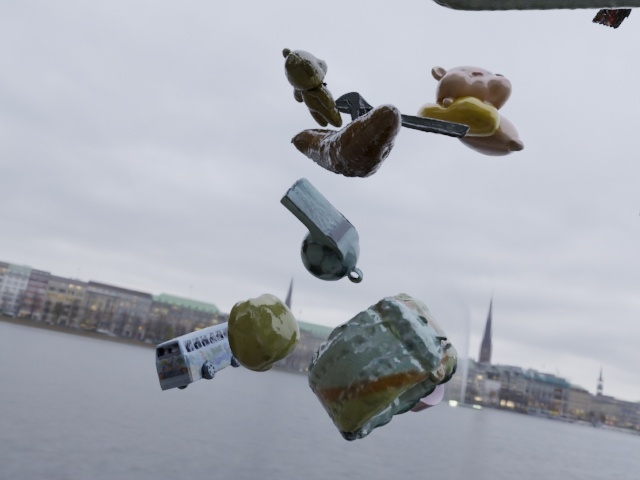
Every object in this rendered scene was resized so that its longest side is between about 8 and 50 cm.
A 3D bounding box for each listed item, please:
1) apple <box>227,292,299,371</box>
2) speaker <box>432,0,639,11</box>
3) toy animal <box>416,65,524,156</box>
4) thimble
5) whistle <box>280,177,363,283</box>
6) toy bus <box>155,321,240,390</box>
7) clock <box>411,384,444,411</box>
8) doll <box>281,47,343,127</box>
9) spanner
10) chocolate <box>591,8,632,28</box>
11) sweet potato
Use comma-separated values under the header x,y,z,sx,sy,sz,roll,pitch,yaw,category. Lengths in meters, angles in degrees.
x,y,z,sx,sy,sz,roll,pitch,yaw,category
-0.146,0.235,1.521,0.200,0.200,0.200,10,-13,2,apple
0.244,-0.312,0.524,0.406,0.184,0.183,-8,-44,-17,speaker
0.484,-0.409,1.783,0.345,0.246,0.277,21,-2,-8,toy animal
0.113,0.221,1.055,0.254,0.167,0.288,-24,-24,-27,thimble
0.000,0.000,1.475,0.289,0.163,0.163,45,-17,-3,whistle
-0.320,0.313,1.637,0.109,0.136,0.330,-20,-5,18,toy bus
0.175,0.385,1.551,0.275,0.290,0.080,42,-39,-5,clock
-0.009,-0.350,1.368,0.137,0.097,0.209,34,-17,45,doll
0.181,-0.284,1.381,0.325,0.093,0.026,14,-16,15,spanner
0.672,-0.555,1.302,0.028,0.182,0.086,15,23,-31,chocolate
0.054,-0.161,1.037,0.114,0.092,0.341,58,-21,-16,sweet potato
